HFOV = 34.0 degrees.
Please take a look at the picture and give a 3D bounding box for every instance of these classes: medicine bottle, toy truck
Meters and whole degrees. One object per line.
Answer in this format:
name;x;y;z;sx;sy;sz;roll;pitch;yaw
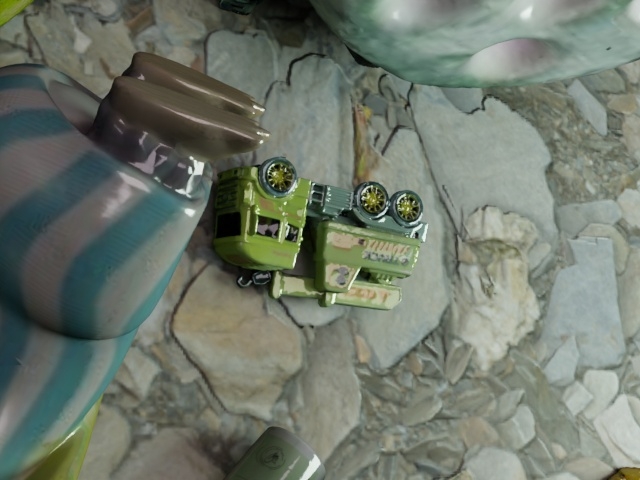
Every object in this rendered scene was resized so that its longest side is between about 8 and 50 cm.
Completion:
medicine bottle;-0.075;0.214;0.702;0.057;0.057;0.199;47;59;-5
toy truck;0.000;0.000;0.808;0.169;0.077;0.100;12;81;-27

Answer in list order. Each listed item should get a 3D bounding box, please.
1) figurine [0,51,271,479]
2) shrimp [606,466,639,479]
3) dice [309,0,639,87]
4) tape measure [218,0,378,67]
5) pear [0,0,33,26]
figurine;-0.273;0.012;0.508;0.377;0.266;0.361;27;101;-15
shrimp;0.267;0.270;0.873;0.124;0.034;0.178;35;59;-9
dice;0.160;-0.324;0.799;0.348;0.330;0.328;15;64;-53
tape measure;-0.001;-0.231;0.866;0.180;0.107;0.104;24;60;-15
pear;-0.251;-0.227;0.690;0.219;0.187;0.187;-29;87;-29
